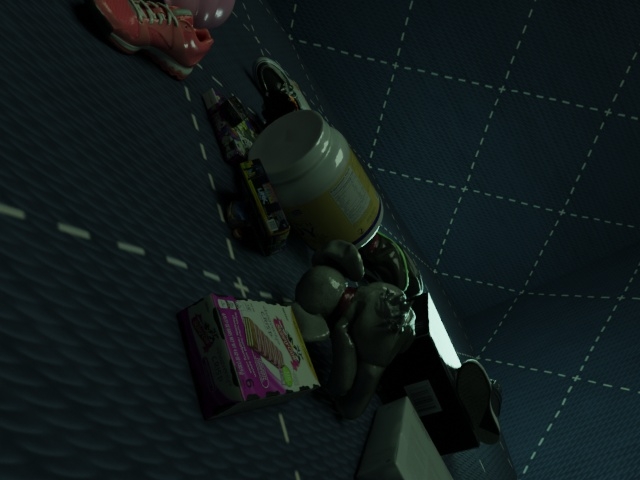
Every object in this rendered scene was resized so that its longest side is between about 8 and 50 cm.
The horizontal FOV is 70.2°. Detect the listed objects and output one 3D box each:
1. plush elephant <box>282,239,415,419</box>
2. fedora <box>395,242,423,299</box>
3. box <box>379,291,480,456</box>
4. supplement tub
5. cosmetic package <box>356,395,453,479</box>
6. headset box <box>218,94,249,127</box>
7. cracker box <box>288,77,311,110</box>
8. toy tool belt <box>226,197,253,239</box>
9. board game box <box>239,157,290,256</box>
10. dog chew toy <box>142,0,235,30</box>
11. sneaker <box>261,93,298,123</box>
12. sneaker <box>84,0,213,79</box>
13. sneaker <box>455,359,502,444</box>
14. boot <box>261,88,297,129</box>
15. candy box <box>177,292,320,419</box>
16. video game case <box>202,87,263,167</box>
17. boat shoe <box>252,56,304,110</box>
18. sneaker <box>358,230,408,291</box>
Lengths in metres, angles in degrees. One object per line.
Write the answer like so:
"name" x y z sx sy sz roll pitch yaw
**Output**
"plush elephant" 0.047 0.157 0.945 0.256 0.272 0.329 30 -33 22
"fedora" 0.307 0.134 1.823 0.334 0.153 0.334 53 19 -26
"box" 0.296 0.376 1.311 0.343 0.179 0.312 65 18 -6
"supplement tub" -0.006 -0.136 1.150 0.331 0.241 0.240 50 20 -44
"cosmetic package" 0.228 0.576 0.983 0.377 0.098 0.284 62 19 2
"headset box" -0.213 -0.318 1.122 0.062 0.032 0.083 53 17 -18
"cracker box" -0.127 -0.604 1.916 0.155 0.067 0.232 61 16 4
"toy tool belt" -0.163 -0.047 0.939 0.052 0.051 0.083 38 28 -51
"board game box" -0.123 -0.067 0.978 0.141 0.048 0.170 114 -46 -69
"dog chew toy" -0.336 -0.614 1.128 0.206 0.207 0.331 53 26 -25
"sneaker" -0.114 -0.345 1.495 0.099 0.121 0.262 -33 119 -36
"sneaker" -0.339 -0.450 0.939 0.115 0.136 0.314 62 17 8
"sneaker" 0.409 0.376 1.172 0.163 0.086 0.226 -42 118 -60
"boot" -0.095 -0.285 1.299 0.246 0.094 0.207 60 -16 17
"candy box" -0.102 0.177 0.719 0.233 0.071 0.159 26 38 -63
"video game case" -0.198 -0.261 1.201 0.232 0.042 0.210 25 37 -62
"boat shoe" -0.140 -0.526 1.676 0.306 0.113 0.105 59 0 -38
"sneaker" 0.121 0.006 1.536 0.482 0.185 0.202 54 36 -11
